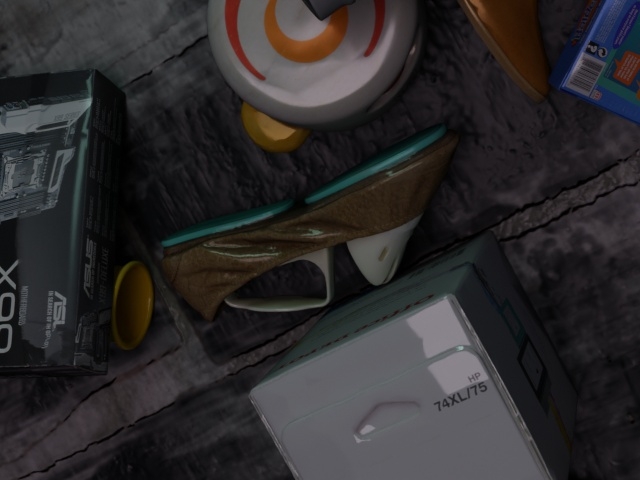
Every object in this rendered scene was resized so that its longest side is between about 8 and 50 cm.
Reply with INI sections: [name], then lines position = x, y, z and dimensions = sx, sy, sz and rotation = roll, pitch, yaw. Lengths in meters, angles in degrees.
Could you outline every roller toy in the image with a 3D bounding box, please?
[roller toy]
position = 0.002, -0.196, 1.034
dimensions = 0.191, 0.146, 0.209
rotation = -10, 89, 11

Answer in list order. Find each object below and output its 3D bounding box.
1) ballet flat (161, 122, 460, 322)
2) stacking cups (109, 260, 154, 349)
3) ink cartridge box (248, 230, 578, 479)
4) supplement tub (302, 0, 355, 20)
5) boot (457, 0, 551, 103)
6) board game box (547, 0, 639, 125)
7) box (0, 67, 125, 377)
[ballet flat]
position = 0.000, 0.000, 1.094
dimensions = 0.342, 0.116, 0.124
rotation = -22, 99, 21
[stacking cups]
position = -0.344, 0.062, 1.215
dimensions = 0.316, 0.096, 0.096
rotation = 2, 102, 17
[ink cartridge box]
position = 0.099, 0.140, 1.010
dimensions = 0.198, 0.270, 0.197
rotation = -27, 93, 19
[supplement tub]
position = 0.074, -0.346, 0.835
dimensions = 0.331, 0.241, 0.241
rotation = -36, 90, 4
[boot]
position = 0.199, -0.294, 0.986
dimensions = 0.211, 0.104, 0.295
rotation = -30, 94, 15
[board game box]
position = 0.330, -0.166, 0.971
dimensions = 0.210, 0.047, 0.160
rotation = 23, 106, -9
[box]
position = -0.332, -0.012, 1.139
dimensions = 0.242, 0.076, 0.308
rotation = -3, 75, 16
